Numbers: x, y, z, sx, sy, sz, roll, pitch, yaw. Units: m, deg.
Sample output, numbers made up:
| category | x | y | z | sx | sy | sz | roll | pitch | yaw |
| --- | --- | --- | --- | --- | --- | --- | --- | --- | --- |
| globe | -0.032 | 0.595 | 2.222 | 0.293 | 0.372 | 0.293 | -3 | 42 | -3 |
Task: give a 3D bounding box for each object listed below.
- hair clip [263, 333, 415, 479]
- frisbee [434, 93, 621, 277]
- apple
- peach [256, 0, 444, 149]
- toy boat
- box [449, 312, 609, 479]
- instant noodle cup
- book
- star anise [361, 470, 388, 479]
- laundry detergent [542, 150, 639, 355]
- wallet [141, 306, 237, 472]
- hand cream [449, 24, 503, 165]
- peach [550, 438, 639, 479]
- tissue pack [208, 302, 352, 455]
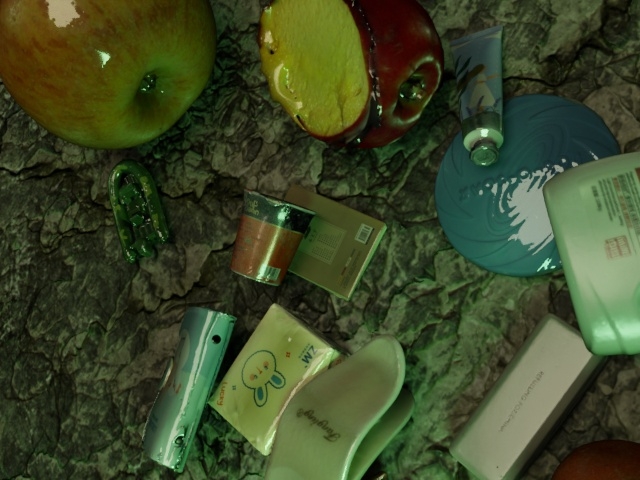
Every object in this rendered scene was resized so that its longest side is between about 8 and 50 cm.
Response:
| category | x | y | z | sx | sy | sz | roll | pitch | yaw |
| --- | --- | --- | --- | --- | --- | --- | --- | --- | --- |
| hair clip | 0.032 | 0.268 | 1.322 | 0.282 | 0.113 | 0.172 | -44 | 37 | -12 |
| frisbee | 0.299 | -0.089 | 1.372 | 0.289 | 0.049 | 0.290 | -9 | 70 | 25 |
| apple | -0.365 | -0.343 | 1.627 | 0.400 | 0.400 | 0.334 | -39 | 84 | 12 |
| peach | 0.055 | -0.294 | 1.491 | 0.361 | 0.201 | 0.258 | 33 | 121 | 45 |
| toy boat | -0.339 | -0.058 | 1.702 | 0.104 | 0.052 | 0.210 | -30 | 63 | 19 |
| box | 0.285 | 0.223 | 1.274 | 0.103 | 0.055 | 0.244 | 37 | 93 | 32 |
| instant noodle cup | -0.084 | -0.002 | 1.497 | 0.127 | 0.127 | 0.136 | 19 | 92 | 32 |
| book | 0.000 | 0.000 | 1.522 | 0.198 | 0.016 | 0.138 | 25 | 87 | 32 |
| star anise | 0.063 | 0.400 | 1.317 | 0.234 | 0.073 | 0.177 | 11 | 70 | 47 |
| laundry detergent | 0.508 | -0.014 | 1.186 | 0.397 | 0.125 | 0.264 | -16 | 65 | 15 |
| wallet | -0.211 | 0.229 | 1.479 | 0.250 | 0.075 | 0.176 | -71 | 15 | -8 |
| hand cream | 0.243 | -0.230 | 1.426 | 0.091 | 0.058 | 0.271 | -16 | 49 | 26 |
| peach | 0.362 | 0.366 | 1.085 | 0.252 | 0.252 | 0.252 | -9 | 70 | 25 |
| tissue pack | -0.061 | 0.217 | 1.439 | 0.148 | 0.092 | 0.196 | 34 | 91 | 34 |
